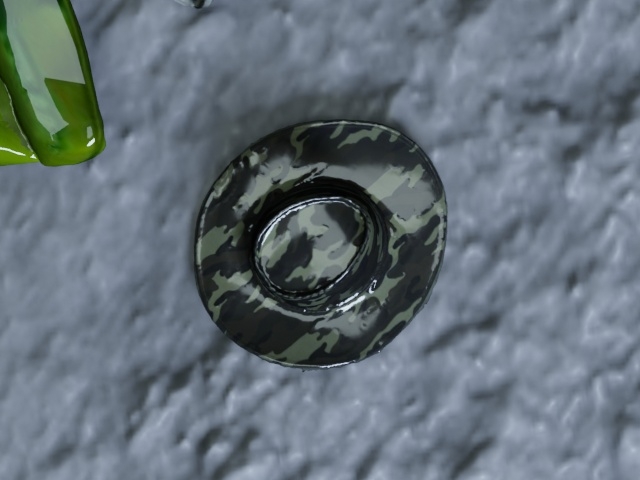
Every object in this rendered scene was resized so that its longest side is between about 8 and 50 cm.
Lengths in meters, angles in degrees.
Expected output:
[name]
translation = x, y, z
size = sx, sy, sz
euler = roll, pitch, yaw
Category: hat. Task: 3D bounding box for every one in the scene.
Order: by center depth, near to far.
[hat]
translation = 0.000, 0.000, 0.598
size = 0.121, 0.050, 0.121
euler = 0, 90, 2

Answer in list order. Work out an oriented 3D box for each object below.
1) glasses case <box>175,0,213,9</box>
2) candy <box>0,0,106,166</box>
[glasses case]
translation = -0.047, -0.261, 0.572
size = 0.128, 0.083, 0.308
euler = 20, 94, 2
[candy]
translation = -0.224, -0.072, 0.601
size = 0.246, 0.069, 0.149
euler = -19, 96, 1
